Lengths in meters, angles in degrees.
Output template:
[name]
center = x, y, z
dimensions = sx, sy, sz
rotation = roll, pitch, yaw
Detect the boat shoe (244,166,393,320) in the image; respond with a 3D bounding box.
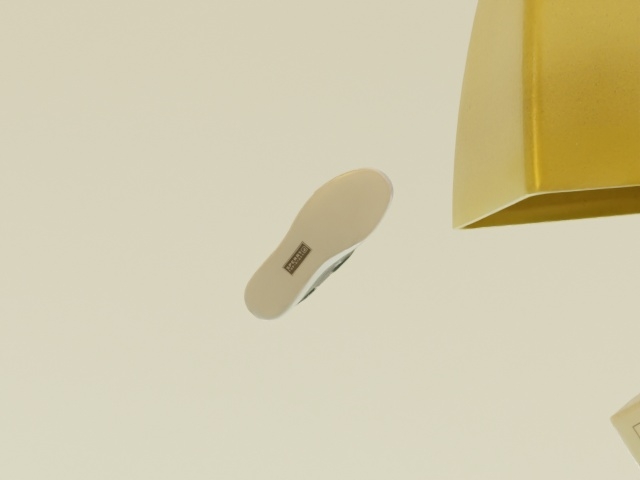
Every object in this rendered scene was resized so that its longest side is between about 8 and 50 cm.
[boat shoe]
center = 0.000, 0.000, 1.223
dimensions = 0.049, 0.040, 0.142
rotation = 47, -70, 7

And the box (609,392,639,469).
[box]
center = 0.380, 0.102, 1.244
dimensions = 0.311, 0.121, 0.148
rotation = -35, -96, 32

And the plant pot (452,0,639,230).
[plant pot]
center = 0.217, -0.120, 1.325
dimensions = 0.212, 0.212, 0.187
rotation = -5, -95, -12
